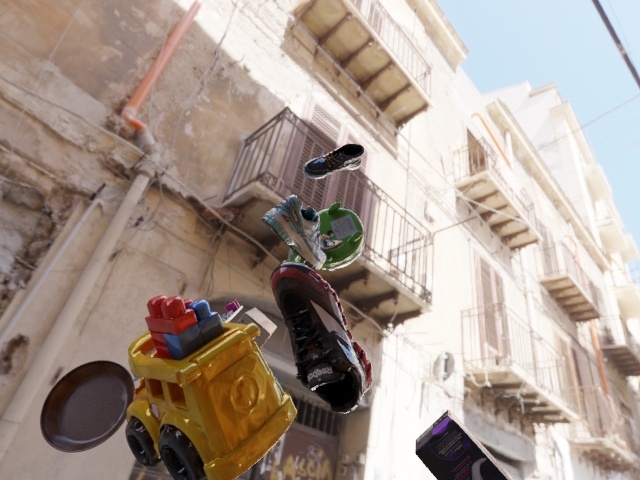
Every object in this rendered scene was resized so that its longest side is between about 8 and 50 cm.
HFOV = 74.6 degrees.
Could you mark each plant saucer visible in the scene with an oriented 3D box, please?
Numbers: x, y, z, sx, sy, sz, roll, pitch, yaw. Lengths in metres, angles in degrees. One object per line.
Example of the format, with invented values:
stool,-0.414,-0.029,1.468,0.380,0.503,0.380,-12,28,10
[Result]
plant saucer,-0.510,0.367,0.935,0.198,0.199,0.036,8,-37,6

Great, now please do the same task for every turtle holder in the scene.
turtle holder,0.034,0.027,1.697,0.243,0.320,0.227,35,-12,23

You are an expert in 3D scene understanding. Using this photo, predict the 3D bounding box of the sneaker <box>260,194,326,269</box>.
sneaker,-0.036,-0.019,1.148,0.110,0.122,0.283,41,-3,36

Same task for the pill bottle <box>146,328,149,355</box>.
pill bottle,-0.385,0.275,1.071,0.117,0.209,0.118,-6,-38,-5

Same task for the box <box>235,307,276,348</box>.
box,-0.268,0.360,1.607,0.126,0.149,0.232,39,-3,3

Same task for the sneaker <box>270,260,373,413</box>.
sneaker,-0.003,0.163,0.689,0.097,0.135,0.276,-26,-82,18

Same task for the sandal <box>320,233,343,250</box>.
sandal,0.000,0.000,1.548,0.180,0.072,0.049,11,-57,36

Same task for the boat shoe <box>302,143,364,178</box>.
boat shoe,0.037,-0.235,1.216,0.183,0.065,0.083,-15,-18,-10

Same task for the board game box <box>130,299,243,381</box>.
board game box,-0.521,0.384,1.696,0.389,0.050,0.390,-32,1,1

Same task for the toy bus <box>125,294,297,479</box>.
toy bus,-0.167,0.163,0.524,0.220,0.149,0.212,-9,-75,40

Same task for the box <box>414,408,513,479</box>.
box,0.442,0.694,1.298,0.270,0.165,0.143,47,3,16
